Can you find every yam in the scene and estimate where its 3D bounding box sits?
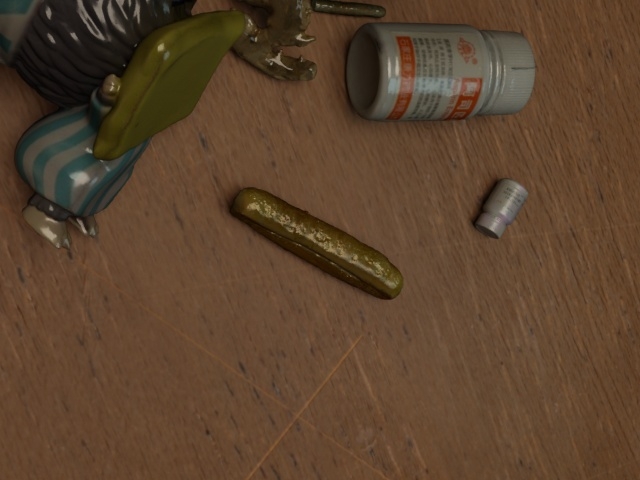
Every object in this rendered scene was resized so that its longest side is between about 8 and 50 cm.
[{"bbox_3d":[0.042,-0.338,1.470,0.116,0.021,0.021,1,93,-23],"label":"yam"}]

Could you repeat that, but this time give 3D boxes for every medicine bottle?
[{"bbox_3d":[0.175,-0.246,1.467,0.252,0.144,0.144,-6,96,-23],"label":"medicine bottle"},{"bbox_3d":[0.282,-0.050,1.570,0.052,0.052,0.089,36,80,-20],"label":"medicine bottle"}]

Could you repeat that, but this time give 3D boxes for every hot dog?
[{"bbox_3d":[-0.001,0.003,1.445,0.286,0.088,0.061,30,77,-24],"label":"hot dog"}]

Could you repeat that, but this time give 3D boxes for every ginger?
[{"bbox_3d":[-0.060,-0.335,1.351,0.149,0.065,0.258,7,126,-8],"label":"ginger"}]

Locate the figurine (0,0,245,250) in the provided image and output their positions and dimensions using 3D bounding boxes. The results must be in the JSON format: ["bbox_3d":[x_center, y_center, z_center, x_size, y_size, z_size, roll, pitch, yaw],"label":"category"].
[{"bbox_3d":[-0.343,-0.248,1.250,0.378,0.266,0.361,38,101,4],"label":"figurine"}]
